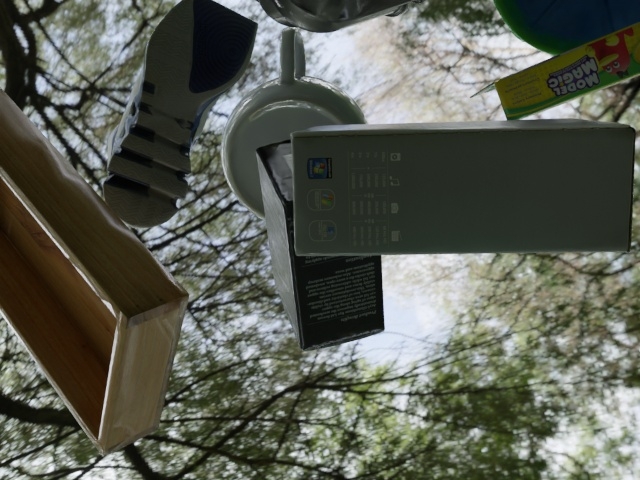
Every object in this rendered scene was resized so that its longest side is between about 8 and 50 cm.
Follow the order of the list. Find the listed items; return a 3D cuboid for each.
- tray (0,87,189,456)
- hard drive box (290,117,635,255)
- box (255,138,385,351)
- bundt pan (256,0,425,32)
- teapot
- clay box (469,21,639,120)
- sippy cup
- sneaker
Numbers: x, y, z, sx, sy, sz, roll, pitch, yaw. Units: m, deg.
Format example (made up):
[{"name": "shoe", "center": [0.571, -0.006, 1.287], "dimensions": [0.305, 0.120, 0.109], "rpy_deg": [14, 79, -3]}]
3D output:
[{"name": "tray", "center": [-0.299, 0.009, 0.813], "dimensions": [0.076, 0.203, 0.411], "rpy_deg": [-20, -128, -40]}, {"name": "hard drive box", "center": [0.101, -0.049, 0.598], "dimensions": [0.232, 0.181, 0.089], "rpy_deg": [-1, -80, 6]}, {"name": "box", "center": [0.000, 0.000, 0.901], "dimensions": [0.108, 0.207, 0.153], "rpy_deg": [-13, -146, -11]}, {"name": "bundt pan", "center": [-0.034, -0.338, 0.698], "dimensions": [0.124, 0.331, 0.331], "rpy_deg": [-31, -92, -14]}, {"name": "teapot", "center": [-0.032, -0.158, 1.195], "dimensions": [0.252, 0.256, 0.187], "rpy_deg": [37, -155, -13]}, {"name": "clay box", "center": [0.282, -0.182, 0.815], "dimensions": [0.127, 0.222, 0.053], "rpy_deg": [-30, -82, -60]}, {"name": "sippy cup", "center": [0.316, -0.371, 0.896], "dimensions": [0.240, 0.305, 0.224], "rpy_deg": [14, -137, 0]}, {"name": "sneaker", "center": [-0.215, -0.171, 1.018], "dimensions": [0.127, 0.182, 0.315], "rpy_deg": [26, -97, -24]}]
